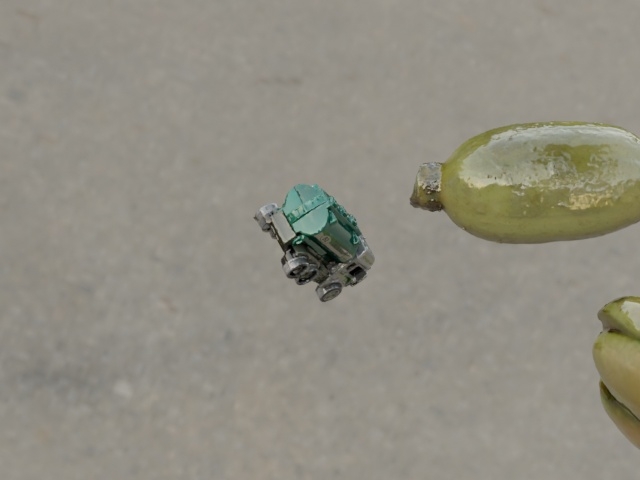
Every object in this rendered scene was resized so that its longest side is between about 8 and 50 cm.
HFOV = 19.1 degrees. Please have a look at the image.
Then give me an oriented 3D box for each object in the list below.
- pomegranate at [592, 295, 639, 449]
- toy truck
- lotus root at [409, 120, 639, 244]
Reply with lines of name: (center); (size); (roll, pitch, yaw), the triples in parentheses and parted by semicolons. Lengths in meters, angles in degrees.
pomegranate: (0.234, 0.065, 0.781); (0.189, 0.159, 0.241); (9, 6, -15)
toy truck: (0.000, 0.000, 0.988); (0.039, 0.044, 0.083); (62, 10, 25)
lotus root: (0.157, -0.044, 1.399); (0.183, 0.077, 0.090); (-2, 47, -1)
